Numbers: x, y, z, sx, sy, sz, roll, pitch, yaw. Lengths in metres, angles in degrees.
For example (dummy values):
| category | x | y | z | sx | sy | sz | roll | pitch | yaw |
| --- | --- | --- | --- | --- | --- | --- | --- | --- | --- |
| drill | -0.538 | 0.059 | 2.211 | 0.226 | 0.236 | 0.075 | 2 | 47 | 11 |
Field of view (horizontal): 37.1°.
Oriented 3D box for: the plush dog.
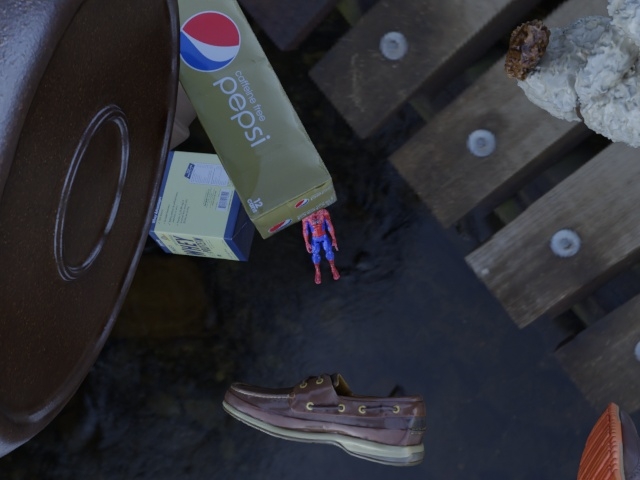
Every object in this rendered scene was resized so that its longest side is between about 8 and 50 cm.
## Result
| category | x | y | z | sx | sy | sz | roll | pitch | yaw |
| --- | --- | --- | --- | --- | --- | --- | --- | --- | --- |
| plush dog | 0.332 | -0.184 | 1.094 | 0.225 | 0.262 | 0.211 | 23 | 102 | 40 |

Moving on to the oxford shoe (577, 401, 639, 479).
| category | x | y | z | sx | sy | sz | roll | pitch | yaw |
| --- | --- | --- | --- | --- | --- | --- | --- | --- | --- |
| oxford shoe | 0.468 | 0.388 | 1.416 | 0.132 | 0.364 | 0.130 | 18 | 124 | -1 |

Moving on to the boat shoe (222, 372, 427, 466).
| category | x | y | z | sx | sy | sz | roll | pitch | yaw |
| --- | --- | --- | --- | --- | --- | --- | --- | --- | --- |
| boat shoe | 0.005 | 0.139 | 0.797 | 0.178 | 0.064 | 0.060 | 10 | 90 | 20 |

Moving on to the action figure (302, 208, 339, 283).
| category | x | y | z | sx | sy | sz | roll | pitch | yaw |
| --- | --- | --- | --- | --- | --- | --- | --- | --- | --- |
| action figure | 0.000 | 0.000 | 1.149 | 0.038 | 0.030 | 0.115 | -11 | 122 | 2 |

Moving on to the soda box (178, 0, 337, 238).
| category | x | y | z | sx | sy | sz | roll | pitch | yaw |
| --- | --- | --- | --- | --- | --- | --- | --- | --- | --- |
| soda box | -0.056 | -0.096 | 0.627 | 0.058 | 0.061 | 0.181 | -28 | 79 | -1 |

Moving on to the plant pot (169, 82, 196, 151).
| category | x | y | z | sx | sy | sz | roll | pitch | yaw |
| --- | --- | --- | --- | --- | --- | --- | --- | --- | --- |
| plant pot | -0.241 | -0.312 | 1.557 | 0.229 | 0.263 | 0.263 | -35 | 81 | 3 |

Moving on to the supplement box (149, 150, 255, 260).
| category | x | y | z | sx | sy | sz | roll | pitch | yaw |
| --- | --- | --- | --- | --- | --- | --- | --- | --- | --- |
| supplement box | -0.105 | -0.032 | 0.880 | 0.083 | 0.056 | 0.083 | 6 | 69 | 14 |

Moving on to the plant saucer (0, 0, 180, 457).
| category | x | y | z | sx | sy | sz | roll | pitch | yaw |
| --- | --- | --- | --- | --- | --- | --- | --- | --- | --- |
| plant saucer | -0.128 | -0.028 | 0.459 | 0.050 | 0.310 | 0.311 | 16 | 105 | 3 |
